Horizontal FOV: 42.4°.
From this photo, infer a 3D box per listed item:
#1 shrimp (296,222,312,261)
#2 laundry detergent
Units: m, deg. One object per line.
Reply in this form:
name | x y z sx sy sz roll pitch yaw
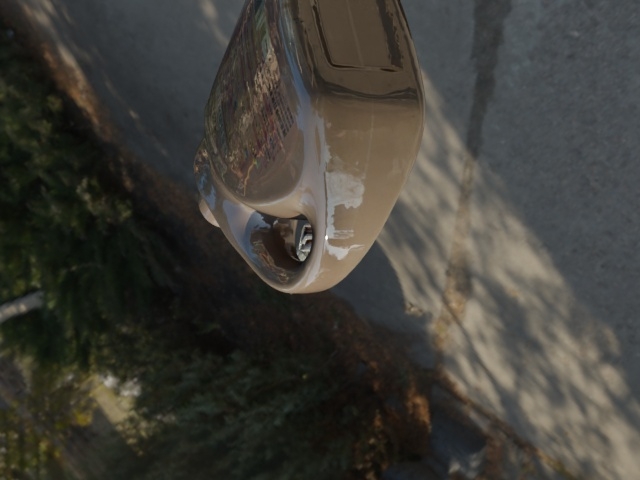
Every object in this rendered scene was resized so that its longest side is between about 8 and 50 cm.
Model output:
shrimp | 0.002 0.002 0.625 0.092 0.038 0.029 -61 43 33
laundry detergent | -0.023 -0.043 0.496 0.237 0.076 0.171 129 135 -54
